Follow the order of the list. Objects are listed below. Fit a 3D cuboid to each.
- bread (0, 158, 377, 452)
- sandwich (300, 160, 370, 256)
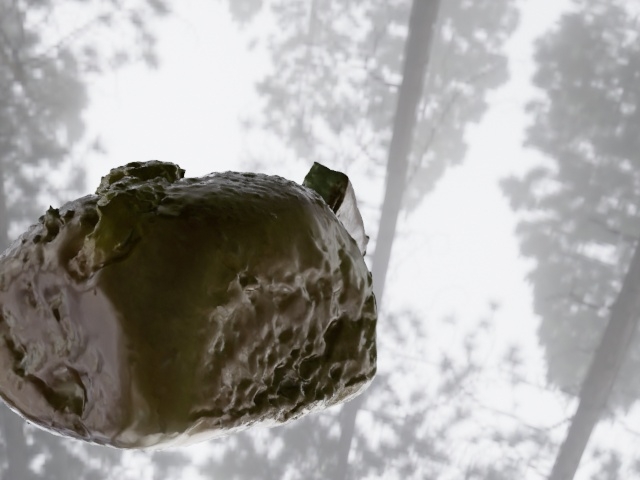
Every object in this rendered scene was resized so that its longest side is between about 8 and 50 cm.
[{"bbox_3d":[-0.085,0.035,0.861,0.195,0.176,0.246,2,-177,37],"label":"bread"},{"bbox_3d":[0.000,0.000,1.399,0.063,0.212,0.245,27,-138,12],"label":"sandwich"}]
